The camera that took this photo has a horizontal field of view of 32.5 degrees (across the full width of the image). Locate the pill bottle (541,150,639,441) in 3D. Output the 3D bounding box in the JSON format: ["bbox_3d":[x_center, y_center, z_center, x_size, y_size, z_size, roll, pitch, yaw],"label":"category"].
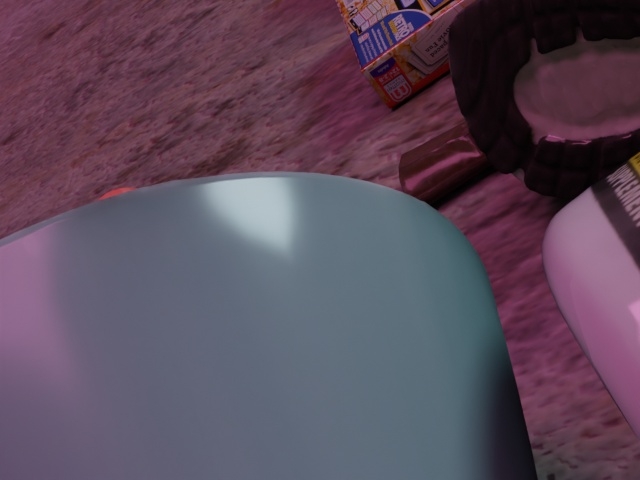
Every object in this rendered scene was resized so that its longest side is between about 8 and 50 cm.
[{"bbox_3d":[0.254,-0.022,0.341,0.334,0.188,0.188,-36,32,14],"label":"pill bottle"}]

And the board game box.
[{"bbox_3d":[0.109,-0.203,0.856,0.193,0.045,0.147,-33,33,14],"label":"board game box"}]

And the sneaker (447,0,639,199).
[{"bbox_3d":[0.267,-0.136,0.540,0.410,0.158,0.182,-2,32,39],"label":"sneaker"}]

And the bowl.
[{"bbox_3d":[-0.036,0.143,0.411,0.311,0.311,0.163,-36,52,9],"label":"bowl"}]

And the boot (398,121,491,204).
[{"bbox_3d":[0.096,-0.078,0.736,0.114,0.037,0.106,-32,31,23],"label":"boot"}]

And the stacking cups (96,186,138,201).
[{"bbox_3d":[-0.115,0.048,0.761,0.096,0.096,0.316,-43,30,-2],"label":"stacking cups"}]
